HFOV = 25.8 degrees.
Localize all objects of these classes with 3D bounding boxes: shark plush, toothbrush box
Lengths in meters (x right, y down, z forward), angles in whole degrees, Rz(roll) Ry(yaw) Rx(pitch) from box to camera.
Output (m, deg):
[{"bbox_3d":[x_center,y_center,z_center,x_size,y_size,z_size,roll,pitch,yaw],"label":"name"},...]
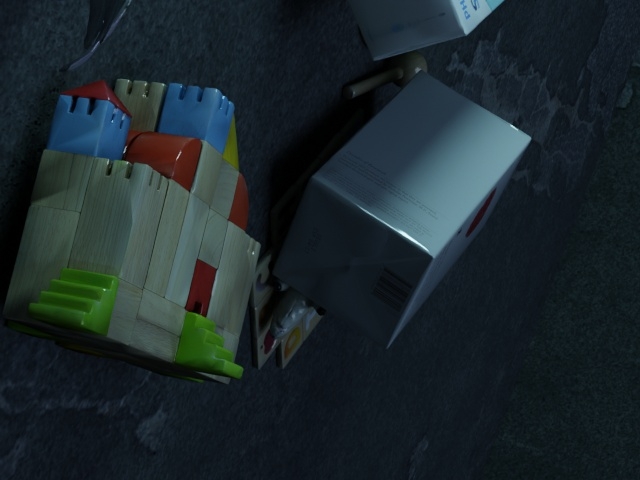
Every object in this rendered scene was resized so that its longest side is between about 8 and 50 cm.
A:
[{"bbox_3d":[-0.026,0.052,1.769,0.161,0.073,0.067,-77,-169,-46],"label":"shark plush"},{"bbox_3d":[0.129,-0.359,1.531,0.295,0.126,0.216,-47,118,-47],"label":"toothbrush box"}]

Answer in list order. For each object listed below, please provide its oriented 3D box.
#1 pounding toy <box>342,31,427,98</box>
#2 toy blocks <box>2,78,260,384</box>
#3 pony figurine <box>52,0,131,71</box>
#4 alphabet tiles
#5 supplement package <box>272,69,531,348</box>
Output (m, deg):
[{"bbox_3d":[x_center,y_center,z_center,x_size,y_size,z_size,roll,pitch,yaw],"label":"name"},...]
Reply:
[{"bbox_3d":[0.132,-0.286,1.750,0.183,0.110,0.237,-29,135,-59],"label":"pounding toy"},{"bbox_3d":[-0.147,-0.023,1.266,0.381,0.190,0.261,39,62,-69],"label":"toy blocks"},{"bbox_3d":[-0.163,-0.263,0.857,0.363,0.303,0.351,-11,92,-50],"label":"pony figurine"},{"bbox_3d":[0.000,0.000,1.830,0.342,0.011,0.285,-51,153,-39],"label":"alphabet tiles"},{"bbox_3d":[0.105,-0.045,1.734,0.293,0.175,0.177,-47,166,-44],"label":"supplement package"}]
